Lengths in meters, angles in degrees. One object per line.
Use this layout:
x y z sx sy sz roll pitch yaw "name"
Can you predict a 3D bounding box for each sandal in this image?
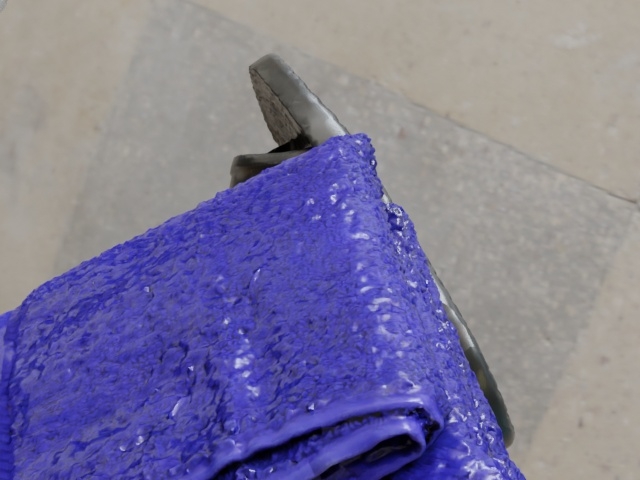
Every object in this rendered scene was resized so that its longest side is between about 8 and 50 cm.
0.000 -0.001 1.014 0.107 0.168 0.446 -27 37 -2 "sandal"

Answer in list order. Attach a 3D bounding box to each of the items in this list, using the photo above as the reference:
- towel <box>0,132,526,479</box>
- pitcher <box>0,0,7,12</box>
-0.097 0.081 0.495 0.308 0.076 0.228 -26 36 5 "towel"
-0.246 -0.237 0.848 0.177 0.125 0.207 16 92 17 "pitcher"
